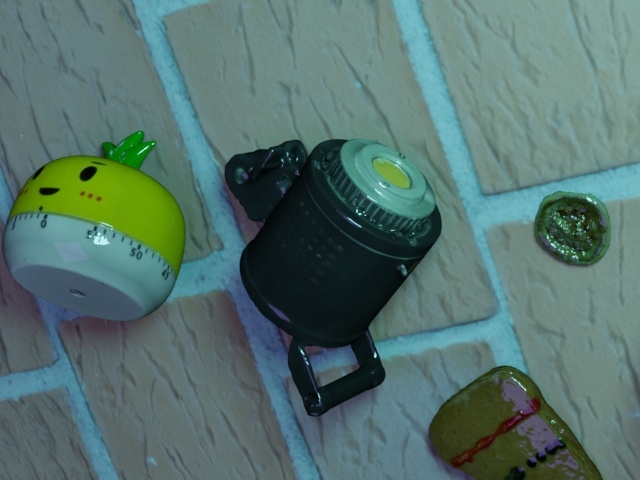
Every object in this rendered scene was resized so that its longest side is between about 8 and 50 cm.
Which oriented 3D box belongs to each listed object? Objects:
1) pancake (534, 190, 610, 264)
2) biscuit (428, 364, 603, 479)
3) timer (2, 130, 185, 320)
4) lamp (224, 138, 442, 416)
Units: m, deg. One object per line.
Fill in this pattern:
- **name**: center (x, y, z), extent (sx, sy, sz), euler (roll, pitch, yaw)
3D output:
- **pancake**: center (0.327, -0.016, 1.814), extent (0.108, 0.017, 0.108), euler (8, 109, 24)
- **biscuit**: center (0.253, 0.335, 1.972), extent (0.262, 0.052, 0.277), euler (-33, 92, 34)
- **timer**: center (-0.315, -0.042, 2.048), extent (0.285, 0.285, 0.285), euler (11, 114, 25)
- **lamp**: center (0.036, 0.007, 1.865), extent (0.272, 0.205, 0.374), euler (-31, 82, 38)
